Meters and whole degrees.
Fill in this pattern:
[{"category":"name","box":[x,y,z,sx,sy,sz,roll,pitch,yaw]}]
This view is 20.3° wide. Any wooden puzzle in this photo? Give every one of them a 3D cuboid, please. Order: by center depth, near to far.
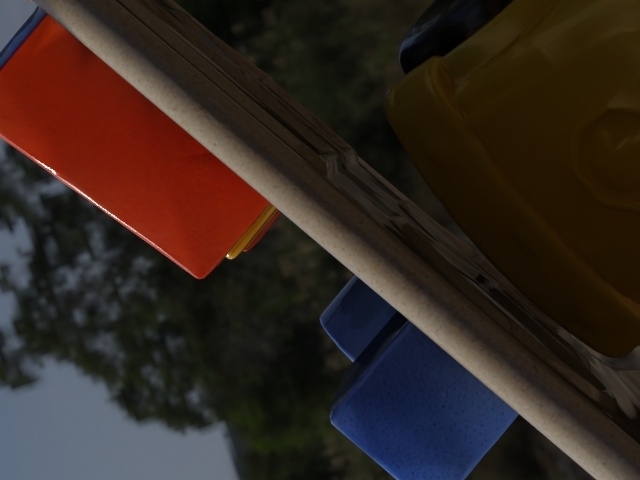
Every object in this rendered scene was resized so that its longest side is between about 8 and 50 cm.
[{"category":"wooden puzzle","box":[0.000,0.000,0.685,0.348,0.080,0.322,36,-175,1]}]

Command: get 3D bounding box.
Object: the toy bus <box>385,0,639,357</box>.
[{"category":"toy bus","box":[0.159,-0.094,0.660,0.149,0.211,0.220,46,-135,-7]}]
